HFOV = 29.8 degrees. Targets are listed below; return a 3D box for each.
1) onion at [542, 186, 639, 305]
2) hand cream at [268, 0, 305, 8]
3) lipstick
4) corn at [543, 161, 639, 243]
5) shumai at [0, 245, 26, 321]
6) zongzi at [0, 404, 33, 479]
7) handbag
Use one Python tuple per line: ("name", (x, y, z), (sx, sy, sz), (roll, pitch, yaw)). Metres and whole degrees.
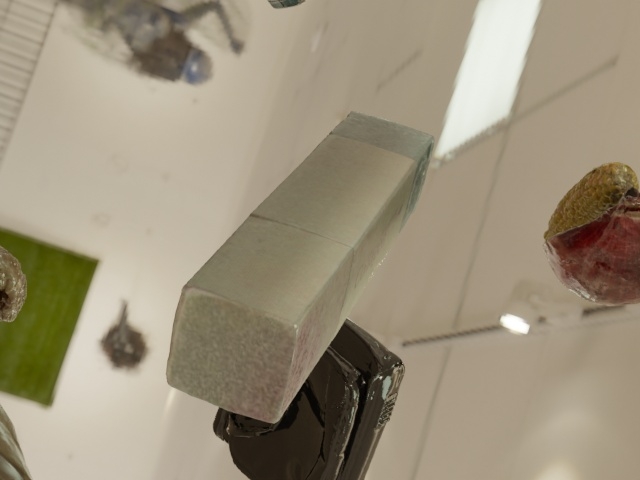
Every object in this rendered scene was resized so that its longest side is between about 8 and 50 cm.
("onion", (0.415, 0.018, 1.594), (0.283, 0.227, 0.120), (50, 28, -70))
("hand cream", (-0.106, -0.340, 1.316), (0.048, 0.224, 0.083), (-50, -156, -14))
("lipstick", (0.000, 0.000, 0.738), (0.317, 0.068, 0.066), (-51, 158, -62))
("corn", (0.417, -0.041, 1.857), (0.291, 0.101, 0.101), (104, 2, -70))
("shumai", (-0.363, 0.046, 1.193), (0.116, 0.145, 0.145), (-55, -173, -13))
("zongzi", (-0.269, 0.147, 0.939), (0.500, 0.467, 0.218), (-81, -166, -58))
("handbag", (-0.028, 0.202, 1.500), (0.244, 0.088, 0.275), (37, -54, 33))
